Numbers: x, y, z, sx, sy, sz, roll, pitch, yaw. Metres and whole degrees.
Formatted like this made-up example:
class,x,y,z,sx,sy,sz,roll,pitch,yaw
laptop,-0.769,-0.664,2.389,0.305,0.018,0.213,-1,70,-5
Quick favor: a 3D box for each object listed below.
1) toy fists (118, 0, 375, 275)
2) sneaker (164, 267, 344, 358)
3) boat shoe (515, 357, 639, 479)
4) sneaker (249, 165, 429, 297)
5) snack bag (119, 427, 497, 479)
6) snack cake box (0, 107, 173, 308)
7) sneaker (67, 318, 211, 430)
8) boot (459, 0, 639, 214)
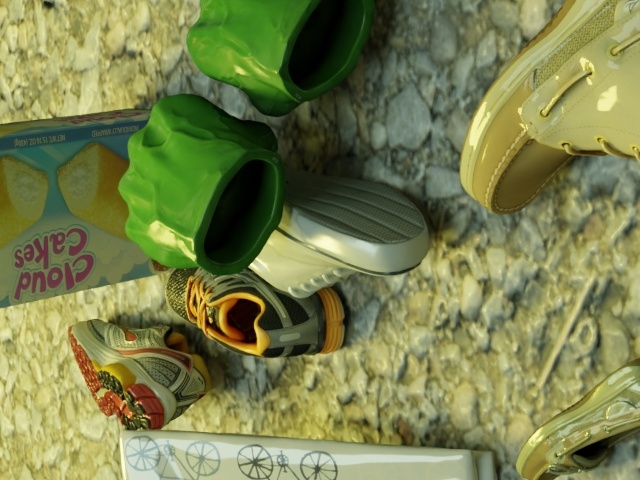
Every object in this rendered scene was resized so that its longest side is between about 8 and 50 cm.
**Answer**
class,x,y,z,sx,sy,sz,roll,pitch,yaw
toy fists,-0.063,-0.107,1.244,0.142,0.096,0.279,29,95,45
sneaker,-0.075,0.055,1.370,0.215,0.083,0.084,9,108,48
boat shoe,0.196,0.137,1.108,0.153,0.056,0.048,-45,61,36
sneaker,0.000,0.000,1.279,0.258,0.094,0.091,22,125,53
snack bag,-0.012,0.325,1.290,0.323,0.037,0.342,1,99,21
snack cake box,-0.247,-0.029,1.402,0.089,0.264,0.152,9,106,46
sneaker,-0.173,0.123,1.504,0.225,0.092,0.088,27,139,58
boot,0.215,-0.057,1.013,0.203,0.095,0.262,55,130,22
